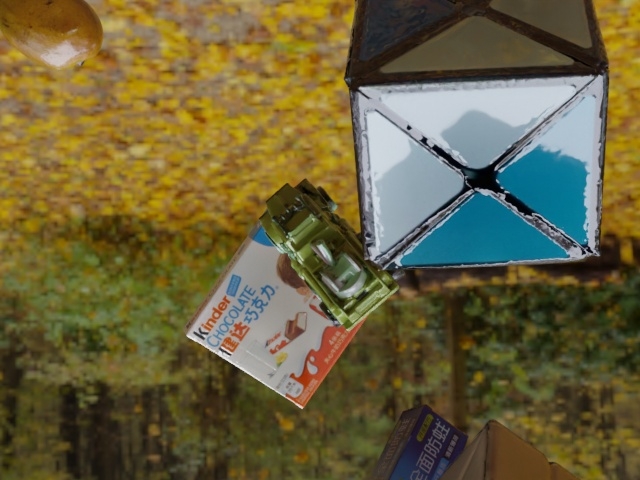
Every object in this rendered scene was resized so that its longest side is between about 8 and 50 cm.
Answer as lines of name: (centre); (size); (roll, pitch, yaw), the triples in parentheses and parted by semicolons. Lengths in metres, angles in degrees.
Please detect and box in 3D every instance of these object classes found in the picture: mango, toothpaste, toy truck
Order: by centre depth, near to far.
toothpaste: (0.075, 0.353, 1.287); (0.076, 0.320, 0.066); (36, 151, -11)
mango: (-0.397, -0.310, 1.550); (0.165, 0.115, 0.089); (11, 173, -5)
toy truck: (0.000, 0.000, 1.592); (0.128, 0.259, 0.135); (-40, 137, 2)

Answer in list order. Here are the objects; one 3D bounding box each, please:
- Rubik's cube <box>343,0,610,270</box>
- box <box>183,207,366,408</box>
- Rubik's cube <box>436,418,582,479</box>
Rubik's cube: (0.160, -0.137, 1.118); (0.246, 0.250, 0.248); (-3, 132, 8)
box: (-0.060, 0.120, 1.897); (0.265, 0.273, 0.048); (34, -178, -18)
Rubik's cube: (0.182, 0.352, 1.010); (0.224, 0.231, 0.221); (35, -159, -2)
